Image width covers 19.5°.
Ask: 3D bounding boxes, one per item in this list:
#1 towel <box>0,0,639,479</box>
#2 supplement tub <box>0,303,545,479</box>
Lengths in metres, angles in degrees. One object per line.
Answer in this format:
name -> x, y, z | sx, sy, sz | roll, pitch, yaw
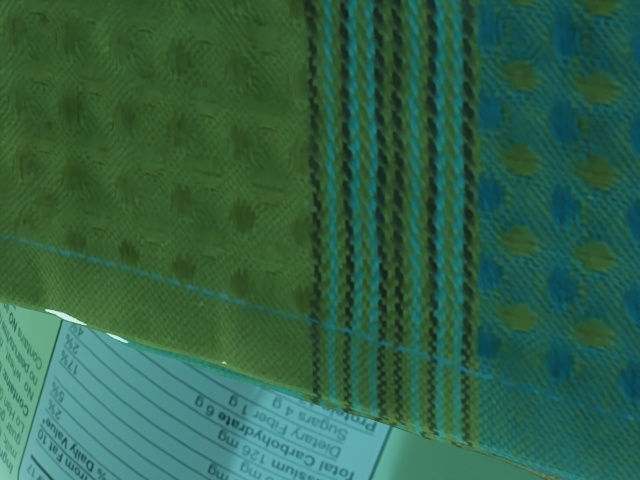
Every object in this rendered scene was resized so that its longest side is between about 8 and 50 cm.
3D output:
towel -> -0.008, -0.098, 0.360 | 0.370, 0.271, 0.040 | 13, -160, 34
supplement tub -> 0.028, 0.005, 0.533 | 0.235, 0.235, 0.325 | 21, 117, 3
